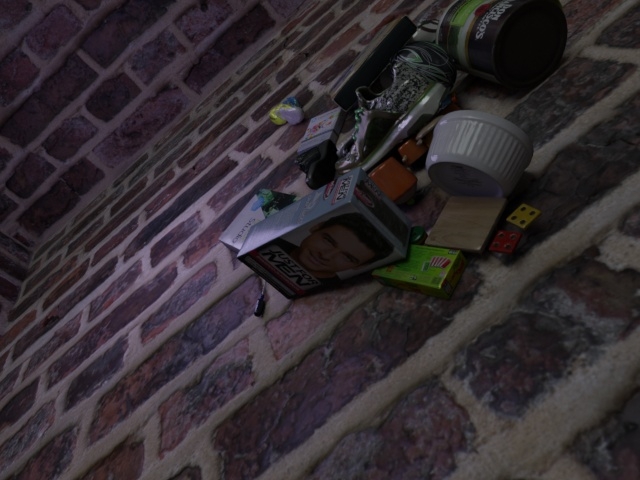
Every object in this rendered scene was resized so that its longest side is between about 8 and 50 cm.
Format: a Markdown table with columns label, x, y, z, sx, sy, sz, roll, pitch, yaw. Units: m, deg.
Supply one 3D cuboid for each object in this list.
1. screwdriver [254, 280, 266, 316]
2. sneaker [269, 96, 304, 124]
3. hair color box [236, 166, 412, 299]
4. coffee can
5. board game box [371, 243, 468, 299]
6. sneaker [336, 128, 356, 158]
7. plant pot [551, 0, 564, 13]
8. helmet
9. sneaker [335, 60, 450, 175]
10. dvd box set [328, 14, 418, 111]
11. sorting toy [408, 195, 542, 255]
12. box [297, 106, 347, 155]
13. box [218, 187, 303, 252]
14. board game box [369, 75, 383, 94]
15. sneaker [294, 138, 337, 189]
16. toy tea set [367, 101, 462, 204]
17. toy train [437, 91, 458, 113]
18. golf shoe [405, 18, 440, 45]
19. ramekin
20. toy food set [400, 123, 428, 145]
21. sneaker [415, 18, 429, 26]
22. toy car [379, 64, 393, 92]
| label | x | y | z | sx | sy | sz | roll | pitch | yaw |
| --- | --- | --- | --- | --- | --- | --- | --- | --- | --- |
| screwdriver | -0.155 | 0.138 | 1.324 | 0.025 | 0.024 | 0.170 | -54 | 18 | 42 |
| sneaker | -0.117 | -0.538 | 1.966 | 0.126 | 0.091 | 0.240 | -52 | 34 | -15 |
| hair color box | 0.000 | 0.000 | 1.116 | 0.374 | 0.185 | 0.114 | -25 | 34 | 40 |
| coffee can | 0.452 | -0.517 | 1.250 | 0.201 | 0.201 | 0.275 | -40 | 33 | 5 |
| board game box | 0.204 | 0.059 | 1.015 | 0.181 | 0.043 | 0.092 | 9 | 59 | 50 |
| sneaker | 0.125 | -0.309 | 1.488 | 0.170 | 0.063 | 0.075 | -45 | 33 | 6 |
| plant pot | 0.597 | -0.603 | 1.315 | 0.083 | 0.083 | 0.079 | -56 | 23 | -19 |
| helmet | 0.275 | -0.454 | 1.309 | 0.169 | 0.169 | 0.161 | -39 | 27 | 7 |
| sneaker | 0.151 | -0.329 | 1.309 | 0.410 | 0.182 | 0.158 | -36 | 11 | 46 |
| dvd box set | 0.151 | -0.566 | 1.562 | 0.307 | 0.062 | 0.420 | -48 | 14 | 14 |
| sorting toy | 0.311 | -0.025 | 0.994 | 0.274 | 0.046 | 0.132 | 8 | 58 | 50 |
| box | 0.007 | -0.382 | 1.712 | 0.145 | 0.038 | 0.186 | -13 | 43 | 37 |
| box | -0.166 | -0.046 | 1.504 | 0.232 | 0.058 | 0.322 | -53 | 35 | -14 |
| board game box | 0.207 | -0.516 | 1.643 | 0.147 | 0.045 | 0.193 | -39 | 33 | 6 |
| sneaker | -0.026 | -0.221 | 1.528 | 0.130 | 0.087 | 0.227 | -23 | 36 | 31 |
| toy tea set | 0.260 | -0.203 | 1.220 | 0.336 | 0.124 | 0.200 | -41 | 4 | 10 |
| toy train | 0.315 | -0.375 | 1.370 | 0.125 | 0.046 | 0.166 | -39 | 30 | -6 |
| golf shoe | 0.376 | -0.621 | 1.490 | 0.273 | 0.105 | 0.120 | -31 | 59 | -6 |
| ramekin | 0.317 | -0.162 | 1.006 | 0.207 | 0.207 | 0.109 | 11 | 70 | 51 |
| toy food set | 0.265 | -0.297 | 1.365 | 0.078 | 0.019 | 0.122 | 15 | 65 | 52 |
| sneaker | 0.333 | -0.659 | 1.630 | 0.145 | 0.090 | 0.270 | -32 | 32 | 20 |
| toy car | 0.276 | -0.471 | 1.460 | 0.182 | 0.159 | 0.136 | -32 | 71 | 16 |
